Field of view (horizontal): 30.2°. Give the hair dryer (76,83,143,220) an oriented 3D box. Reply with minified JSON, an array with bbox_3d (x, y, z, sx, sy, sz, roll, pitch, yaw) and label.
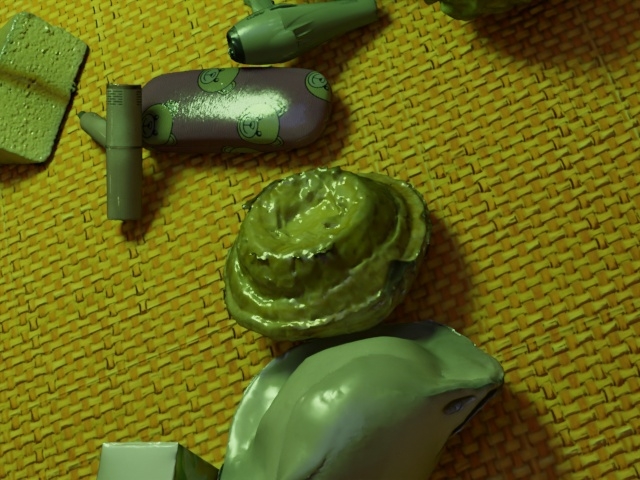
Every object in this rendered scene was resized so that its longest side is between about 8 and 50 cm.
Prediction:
[{"bbox_3d":[-0.326,-0.137,1.766,0.220,0.053,0.195,13,104,57],"label":"hair dryer"}]

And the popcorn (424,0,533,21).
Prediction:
[{"bbox_3d":[0.235,-0.416,1.588,0.250,0.235,0.241,-34,29,-19],"label":"popcorn"}]

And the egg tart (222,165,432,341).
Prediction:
[{"bbox_3d":[0.000,0.000,1.494,0.290,0.115,0.290,-14,42,13],"label":"egg tart"}]

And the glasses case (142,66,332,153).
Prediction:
[{"bbox_3d":[-0.133,-0.188,1.709,0.316,0.076,0.123,1,65,23],"label":"glasses case"}]

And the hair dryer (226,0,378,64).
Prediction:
[{"bbox_3d":[-0.024,-0.335,1.747,0.218,0.088,0.225,-4,34,5],"label":"hair dryer"}]

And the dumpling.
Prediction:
[{"bbox_3d":[0.023,0.208,1.386,0.341,0.181,0.260,-50,36,5],"label":"dumpling"}]

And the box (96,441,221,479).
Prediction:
[{"bbox_3d":[-0.183,0.381,1.359,0.111,0.194,0.260,-6,63,20],"label":"box"}]

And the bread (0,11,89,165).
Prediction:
[{"bbox_3d":[-0.495,-0.224,1.912,0.178,0.135,0.240,-20,51,53],"label":"bread"}]
